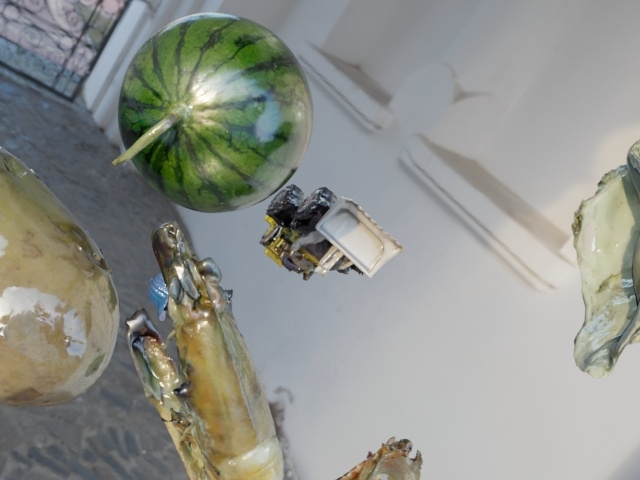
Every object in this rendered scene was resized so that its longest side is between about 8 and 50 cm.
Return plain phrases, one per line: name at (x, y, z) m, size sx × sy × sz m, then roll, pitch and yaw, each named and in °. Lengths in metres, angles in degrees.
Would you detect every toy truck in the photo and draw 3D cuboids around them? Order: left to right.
toy truck at (0.000, 0.000, 1.031) m, size 0.136 × 0.111 × 0.286 m, roll 41°, pitch -13°, yaw -19°

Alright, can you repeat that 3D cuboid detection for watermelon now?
watermelon at (-0.101, -0.120, 0.688) m, size 0.188 × 0.188 × 0.214 m, roll 36°, pitch 11°, yaw 7°

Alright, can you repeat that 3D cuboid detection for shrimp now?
shrimp at (-0.082, 0.086, 0.450) m, size 0.051 × 0.217 × 0.150 m, roll -21°, pitch 22°, yaw -31°
shrimp at (0.051, 0.301, 0.864) m, size 0.294 × 0.154 × 0.062 m, roll -19°, pitch 97°, yaw -67°

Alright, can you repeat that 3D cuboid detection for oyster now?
oyster at (0.278, 0.007, 0.668) m, size 0.087 × 0.199 × 0.252 m, roll 20°, pitch 17°, yaw 10°

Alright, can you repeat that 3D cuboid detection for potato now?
potato at (-0.273, 0.022, 0.614) m, size 0.262 × 0.165 × 0.165 m, roll 50°, pitch 17°, yaw 4°

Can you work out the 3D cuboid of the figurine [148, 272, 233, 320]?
figurine at (-0.229, 0.098, 1.293) m, size 0.149 × 0.087 × 0.086 m, roll 2°, pitch 4°, yaw -7°
